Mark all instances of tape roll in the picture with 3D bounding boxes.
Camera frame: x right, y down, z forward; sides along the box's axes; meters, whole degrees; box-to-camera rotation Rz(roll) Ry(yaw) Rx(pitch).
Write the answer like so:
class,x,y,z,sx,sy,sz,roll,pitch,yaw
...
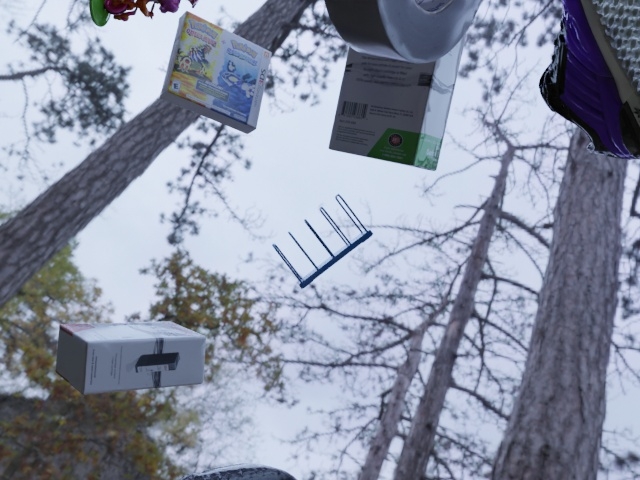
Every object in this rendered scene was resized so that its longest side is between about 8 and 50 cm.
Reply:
class,x,y,z,sx,sy,sz,roll,pitch,yaw
tape roll,0.097,-0.301,0.693,0.072,0.219,0.219,24,-36,36

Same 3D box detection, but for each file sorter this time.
class,x,y,z,sx,sy,sz,roll,pitch,yaw
file sorter,0.000,0.000,1.292,0.104,0.170,0.118,52,-1,-1

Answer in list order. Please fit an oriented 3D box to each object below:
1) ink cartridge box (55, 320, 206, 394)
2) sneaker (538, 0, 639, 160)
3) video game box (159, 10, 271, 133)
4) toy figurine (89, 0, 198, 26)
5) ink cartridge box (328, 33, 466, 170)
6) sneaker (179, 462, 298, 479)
class,x,y,z,sx,sy,sz,roll,pitch,yaw
ink cartridge box,-0.418,0.253,1.465,0.273,0.114,0.197,5,2,-38
sneaker,0.305,-0.210,0.758,0.146,0.102,0.293,3,-50,57
video game box,-0.210,-0.343,1.361,0.205,0.187,0.048,18,-20,-31
toy figurine,-0.281,-0.424,1.107,0.159,0.173,0.130,10,-26,6
ink cartridge box,0.157,-0.305,1.353,0.211,0.122,0.289,17,-81,34
sneaker,-0.180,0.249,0.367,0.169,0.448,0.257,52,-47,15
